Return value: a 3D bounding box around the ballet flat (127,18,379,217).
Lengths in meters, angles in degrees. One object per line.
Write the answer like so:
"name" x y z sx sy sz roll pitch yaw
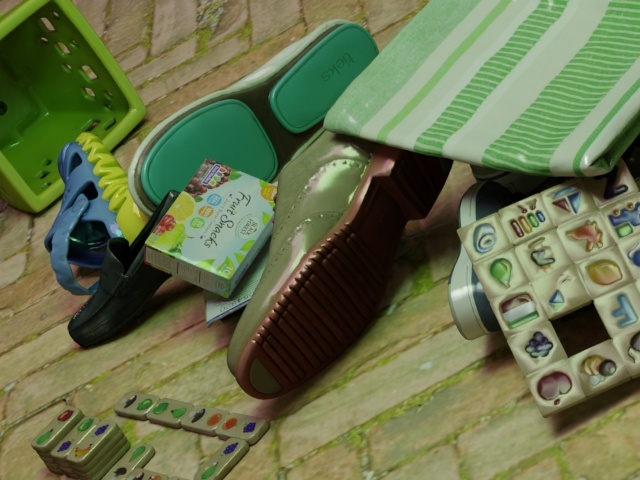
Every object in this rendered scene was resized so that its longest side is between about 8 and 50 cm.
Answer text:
"ballet flat" -0.090 -0.130 2.167 0.139 0.139 0.400 4 35 49

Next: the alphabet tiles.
"alphabet tiles" 0.258 0.021 1.548 0.237 0.009 0.198 -24 57 2

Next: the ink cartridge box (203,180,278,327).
"ink cartridge box" -0.023 -0.001 1.955 0.223 0.045 0.224 -27 28 11

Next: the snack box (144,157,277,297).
"snack box" -0.108 -0.014 1.921 0.100 0.037 0.141 23 51 11

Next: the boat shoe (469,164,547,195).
"boat shoe" 0.251 -0.165 1.899 0.109 0.094 0.302 1 41 46

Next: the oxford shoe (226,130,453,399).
"oxford shoe" 0.000 0.000 1.793 0.130 0.123 0.348 19 64 36

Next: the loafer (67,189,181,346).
"loafer" -0.208 0.028 2.016 0.223 0.078 0.076 -43 23 21

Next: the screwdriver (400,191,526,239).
"screwdriver" 0.132 -0.018 1.853 0.170 0.024 0.025 -17 1 29

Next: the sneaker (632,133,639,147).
"sneaker" 0.326 -0.157 1.819 0.283 0.124 0.107 -23 -10 -12

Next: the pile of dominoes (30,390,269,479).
"pile of dominoes" -0.193 0.214 1.771 0.251 0.040 0.196 4 43 50

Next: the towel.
"towel" 0.188 -0.164 1.717 0.325 0.038 0.248 17 57 43

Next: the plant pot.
"plant pot" -0.413 -0.186 2.491 0.227 0.228 0.207 -45 22 -26

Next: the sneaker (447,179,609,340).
"sneaker" 0.208 -0.001 1.675 0.163 0.086 0.226 -19 27 19

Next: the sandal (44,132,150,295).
"sandal" -0.276 -0.029 2.190 0.138 0.126 0.317 -37 25 -2

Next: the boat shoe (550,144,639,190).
"boat shoe" 0.249 -0.051 1.766 0.142 0.040 0.049 -24 28 14
